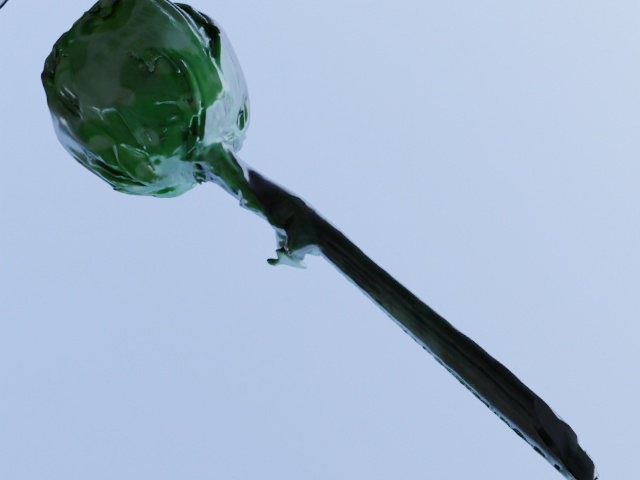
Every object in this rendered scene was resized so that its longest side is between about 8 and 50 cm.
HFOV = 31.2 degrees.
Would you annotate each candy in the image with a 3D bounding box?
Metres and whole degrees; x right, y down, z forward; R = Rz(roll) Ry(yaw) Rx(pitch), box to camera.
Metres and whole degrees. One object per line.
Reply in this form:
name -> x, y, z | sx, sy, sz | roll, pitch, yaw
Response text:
candy -> -0.002, 0.002, 0.525 | 0.323, 0.097, 0.097 | 40, -96, 14

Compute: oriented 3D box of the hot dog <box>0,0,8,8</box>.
hot dog -> -0.300, -0.141, 0.709 | 0.268, 0.075, 0.144 | -33, -113, 5
